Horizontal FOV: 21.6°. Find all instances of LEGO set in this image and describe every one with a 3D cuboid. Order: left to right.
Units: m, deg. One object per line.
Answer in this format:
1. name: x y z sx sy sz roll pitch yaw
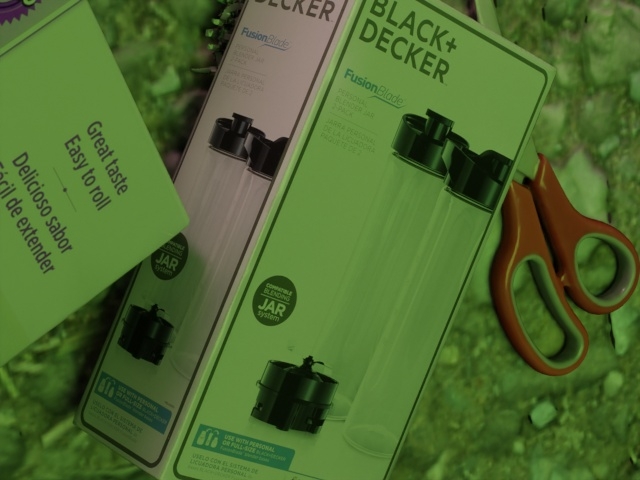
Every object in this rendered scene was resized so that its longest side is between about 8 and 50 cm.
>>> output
1. LEGO set: -0.040 -0.104 0.932 0.083 0.023 0.054 41 80 -31

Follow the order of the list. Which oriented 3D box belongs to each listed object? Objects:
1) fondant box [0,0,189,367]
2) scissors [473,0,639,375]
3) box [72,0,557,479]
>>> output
1. fondant box: -0.245 -0.013 0.757 0.330 0.096 0.238 -39 135 -18
2. scissors: 0.118 -0.045 1.042 0.109 0.021 0.297 -39 120 -15
3. box: 0.000 0.000 0.931 0.169 0.087 0.290 24 89 -42
